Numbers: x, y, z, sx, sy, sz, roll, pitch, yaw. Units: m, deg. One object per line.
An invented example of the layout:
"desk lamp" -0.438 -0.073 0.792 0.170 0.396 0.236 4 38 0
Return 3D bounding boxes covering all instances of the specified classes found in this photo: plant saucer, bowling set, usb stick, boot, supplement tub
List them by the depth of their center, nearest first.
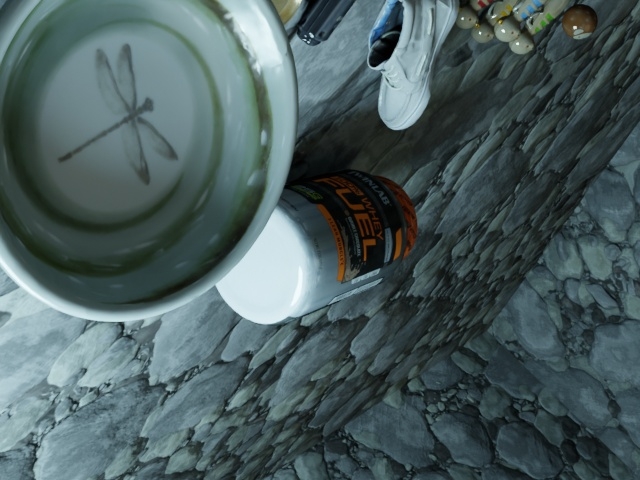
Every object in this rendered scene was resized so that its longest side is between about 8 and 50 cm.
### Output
"plant saucer" -0.199 -0.118 1.098 0.400 0.101 0.400 -17 116 -41
"plant saucer" -0.056 -0.289 1.301 0.083 0.015 0.083 -39 160 -17
"usb stick" 0.064 -0.363 1.329 0.278 0.045 0.077 -51 -173 19
"boot" 0.110 -0.268 1.585 0.123 0.095 0.258 -20 141 -38
"bowling set" 0.309 -0.351 1.647 0.154 0.200 0.287 -49 156 15
"supplement tub" 0.000 0.000 1.701 0.338 0.207 0.207 -20 148 -51
